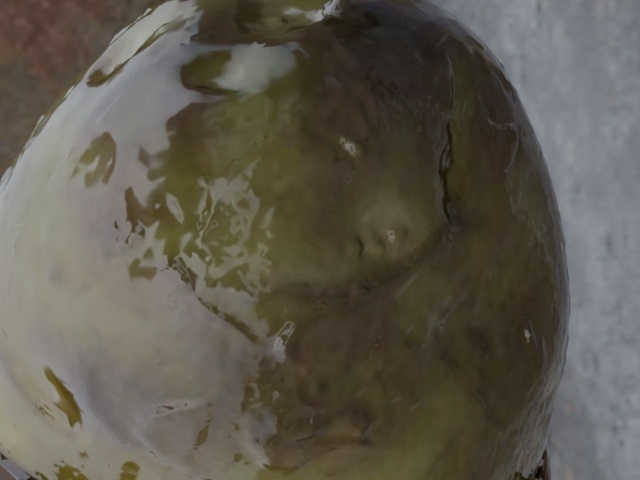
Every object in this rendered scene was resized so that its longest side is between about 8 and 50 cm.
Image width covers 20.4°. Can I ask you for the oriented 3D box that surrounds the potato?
[{"bbox_3d":[0.000,0.000,0.769,0.237,0.301,0.289,-65,-6,21],"label":"potato"}]
